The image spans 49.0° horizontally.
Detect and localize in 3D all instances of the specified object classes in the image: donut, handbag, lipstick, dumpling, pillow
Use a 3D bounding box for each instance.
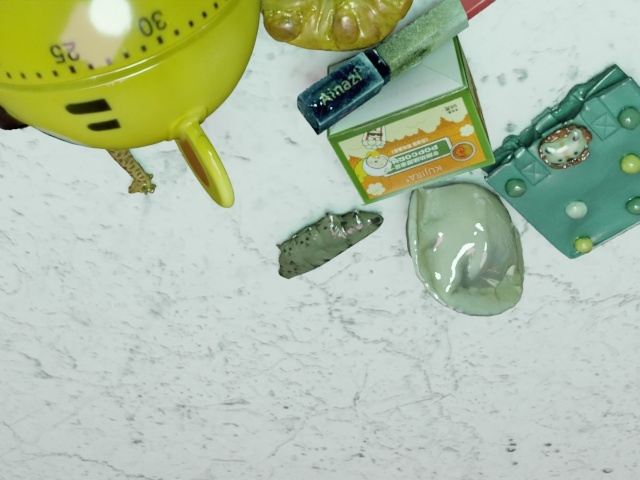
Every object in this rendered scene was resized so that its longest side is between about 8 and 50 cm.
[{"bbox_3d":[0.018,-0.341,0.868,0.226,0.114,0.227,-1,136,-1],"label":"donut"},{"bbox_3d":[0.435,-0.104,1.116,0.274,0.100,0.268,34,127,-30],"label":"handbag"},{"bbox_3d":[0.109,-0.247,0.904,0.312,0.051,0.051,-35,173,-7],"label":"lipstick"},{"bbox_3d":[0.251,0.017,1.152,0.243,0.227,0.175,0,151,-6],"label":"dumpling"},{"bbox_3d":[-0.001,0.000,1.258,0.241,0.051,0.093,-31,128,30],"label":"pillow"}]

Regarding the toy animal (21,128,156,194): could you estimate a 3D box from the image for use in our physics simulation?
[{"bbox_3d":[-0.359,-0.166,1.092,0.275,0.054,0.149,29,131,-27],"label":"toy animal"}]

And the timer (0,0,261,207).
[{"bbox_3d":[-0.230,-0.238,0.809,0.375,0.376,0.387,-6,138,6],"label":"timer"}]

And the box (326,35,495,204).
[{"bbox_3d":[0.124,-0.177,0.988,0.194,0.178,0.148,-18,134,17],"label":"box"}]
